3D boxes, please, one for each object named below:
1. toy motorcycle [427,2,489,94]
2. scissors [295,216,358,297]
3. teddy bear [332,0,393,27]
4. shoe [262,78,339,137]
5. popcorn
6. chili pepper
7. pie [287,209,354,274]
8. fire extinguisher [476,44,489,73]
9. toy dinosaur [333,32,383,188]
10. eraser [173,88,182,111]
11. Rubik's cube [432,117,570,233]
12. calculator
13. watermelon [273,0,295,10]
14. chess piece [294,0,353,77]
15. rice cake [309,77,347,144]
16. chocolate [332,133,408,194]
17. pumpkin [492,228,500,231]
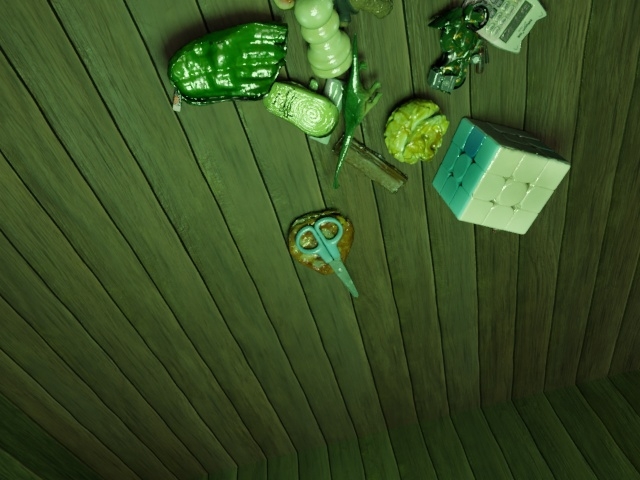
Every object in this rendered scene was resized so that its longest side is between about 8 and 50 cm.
[{"bbox_3d":[0.412,-0.605,1.316,0.187,0.125,0.275,2,126,-13],"label":"toy motorcycle"},{"bbox_3d":[0.064,0.094,1.706,0.192,0.029,0.447,-29,125,4],"label":"scissors"},{"bbox_3d":[0.089,-0.714,1.189,0.251,0.129,0.182,-8,114,-1],"label":"teddy bear"},{"bbox_3d":[-0.059,-0.446,1.356,0.262,0.128,0.140,18,131,-16],"label":"shoe"},{"bbox_3d":[0.322,-0.376,1.431,0.204,0.184,0.221,21,107,-35],"label":"popcorn"},{"bbox_3d":[-0.264,-0.526,1.251,0.385,0.167,0.213,-16,129,2],"label":"chili pepper"},{"bbox_3d":[0.000,0.001,1.701,0.308,0.085,0.308,-4,124,-6],"label":"pie"},{"bbox_3d":[0.541,-0.611,1.383,0.046,0.032,0.100,-7,132,10],"label":"fire extinguisher"},{"bbox_3d":[0.077,-0.396,1.326,0.301,0.087,0.447,-48,147,-12],"label":"toy dinosaur"},{"bbox_3d":[-0.460,-0.470,1.351,0.027,0.019,0.099,12,123,-16],"label":"eraser"},{"bbox_3d":[0.628,-0.236,1.498,0.291,0.290,0.292,10,124,-14],"label":"Rubik's cube"},{"bbox_3d":[0.565,-0.719,1.306,0.268,0.040,0.177,23,118,-21],"label":"calculator"},{"bbox_3d":[-0.071,-0.698,1.183,0.069,0.163,0.087,-15,123,-42],"label":"watermelon"},{"bbox_3d":[0.003,-0.601,1.181,0.144,0.144,0.251,-23,158,8],"label":"chess piece"},{"bbox_3d":[0.026,-0.441,1.425,0.080,0.042,0.222,12,123,-17],"label":"rice cake"},{"bbox_3d":[0.193,-0.274,1.550,0.329,0.065,0.102,29,115,-27],"label":"chocolate"},{"bbox_3d":[0.780,-0.083,1.784,0.101,0.035,0.073,-13,114,5],"label":"pumpkin"}]
